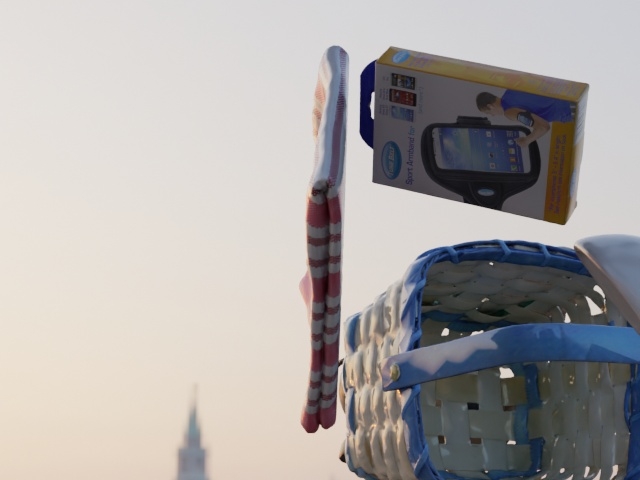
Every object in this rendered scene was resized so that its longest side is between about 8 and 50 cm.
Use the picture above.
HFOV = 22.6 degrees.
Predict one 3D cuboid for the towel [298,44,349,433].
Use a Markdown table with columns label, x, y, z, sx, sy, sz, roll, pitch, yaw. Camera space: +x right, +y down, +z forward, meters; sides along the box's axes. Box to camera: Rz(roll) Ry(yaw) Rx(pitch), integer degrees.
| label | x | y | z | sx | sy | sz | roll | pitch | yaw |
| --- | --- | --- | --- | --- | --- | --- | --- | --- | --- |
| towel | 0.000 | 0.000 | 0.971 | 0.029 | 0.144 | 0.197 | 2 | -53 | 1 |

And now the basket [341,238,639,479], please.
| label | x | y | z | sx | sy | sz | roll | pitch | yaw |
| --- | --- | --- | --- | --- | --- | --- | --- | --- | --- |
| basket | 0.157 | 0.097 | 1.173 | 0.254 | 0.201 | 0.289 | 7 | -12 | -34 |

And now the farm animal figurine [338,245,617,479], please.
| label | x | y | z | sx | sy | sz | roll | pitch | yaw |
| --- | --- | --- | --- | --- | --- | --- | --- | --- | --- |
| farm animal figurine | 0.160 | 0.144 | 1.487 | 0.326 | 0.330 | 0.172 | 3 | -33 | -12 |

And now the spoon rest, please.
| label | x | y | z | sx | sy | sz | roll | pitch | yaw |
| --- | --- | --- | --- | --- | --- | --- | --- | --- | --- |
| spoon rest | 0.222 | 0.087 | 0.853 | 0.137 | 0.084 | 0.276 | 48 | -2 | -42 |

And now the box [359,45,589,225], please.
| label | x | y | z | sx | sy | sz | roll | pitch | yaw |
| --- | --- | --- | --- | --- | --- | --- | --- | --- | --- |
| box | 0.082 | -0.062 | 0.916 | 0.136 | 0.081 | 0.028 | 12 | 34 | 19 |
